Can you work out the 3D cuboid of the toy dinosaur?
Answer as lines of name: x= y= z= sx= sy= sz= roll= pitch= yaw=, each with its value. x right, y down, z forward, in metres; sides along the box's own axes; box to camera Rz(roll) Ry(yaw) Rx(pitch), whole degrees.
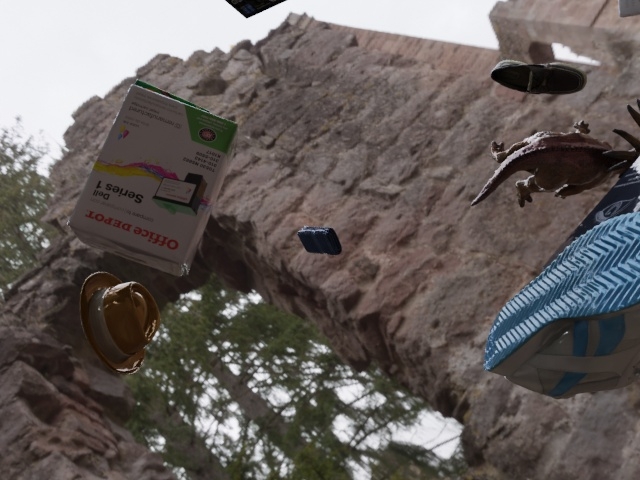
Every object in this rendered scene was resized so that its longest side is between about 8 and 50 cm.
toy dinosaur: x=0.374 y=-0.122 z=0.809 sx=0.295 sy=0.200 sz=0.127 roll=-9 pitch=-88 yaw=-5

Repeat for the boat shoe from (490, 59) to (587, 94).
boat shoe: x=0.357 y=-0.266 z=0.911 sx=0.049 sy=0.152 sz=0.056 roll=-38 pitch=-47 yaw=-40

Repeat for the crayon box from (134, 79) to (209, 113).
crayon box: x=-0.357 y=-0.243 z=1.278 sx=0.165 sy=0.278 sz=0.081 roll=22 pitch=-109 yaw=-9

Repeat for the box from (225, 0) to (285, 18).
box: x=-0.038 y=-0.593 z=1.064 sx=0.079 sy=0.322 sz=0.257 roll=30 pitch=-106 yaw=-38

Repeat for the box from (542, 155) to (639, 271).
box: x=0.371 y=-0.007 z=0.608 sx=0.207 sy=0.108 sz=0.153 roll=-51 pitch=-5 yaw=7

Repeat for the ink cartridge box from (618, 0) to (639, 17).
ink cartridge box: x=0.538 y=-0.423 z=0.695 sx=0.117 sy=0.283 sz=0.207 roll=-20 pitch=-73 yaw=-25

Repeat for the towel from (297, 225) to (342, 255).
towel: x=0.000 y=0.000 z=1.219 sx=0.029 sy=0.119 sz=0.067 roll=-36 pitch=-69 yaw=-30

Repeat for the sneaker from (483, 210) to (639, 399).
sneaker: x=0.224 y=0.059 z=0.429 sx=0.229 sy=0.092 sz=0.087 roll=119 pitch=176 yaw=-56

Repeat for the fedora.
fedora: x=-0.341 y=0.137 z=0.973 sx=0.079 sy=0.194 sz=0.194 roll=-22 pitch=-44 yaw=10

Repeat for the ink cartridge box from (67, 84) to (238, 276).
ink cartridge box: x=-0.288 y=-0.102 z=0.979 sx=0.201 sy=0.117 sz=0.278 roll=20 pitch=-106 yaw=-6
